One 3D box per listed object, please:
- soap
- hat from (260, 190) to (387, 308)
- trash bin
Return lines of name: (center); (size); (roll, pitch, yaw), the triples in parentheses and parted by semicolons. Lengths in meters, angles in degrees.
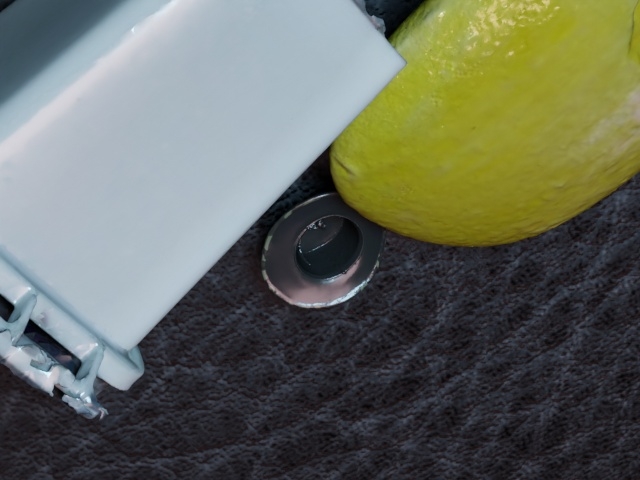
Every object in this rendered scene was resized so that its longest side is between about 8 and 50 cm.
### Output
soap: (0.198, -0.141, 1.171); (0.306, 0.115, 0.427); (15, 130, -44)
hat: (0.000, 0.000, 1.288); (0.121, 0.050, 0.121); (-7, 118, -14)
trash bin: (-0.134, -0.086, 1.079); (0.368, 0.296, 0.256); (-40, 120, 6)
